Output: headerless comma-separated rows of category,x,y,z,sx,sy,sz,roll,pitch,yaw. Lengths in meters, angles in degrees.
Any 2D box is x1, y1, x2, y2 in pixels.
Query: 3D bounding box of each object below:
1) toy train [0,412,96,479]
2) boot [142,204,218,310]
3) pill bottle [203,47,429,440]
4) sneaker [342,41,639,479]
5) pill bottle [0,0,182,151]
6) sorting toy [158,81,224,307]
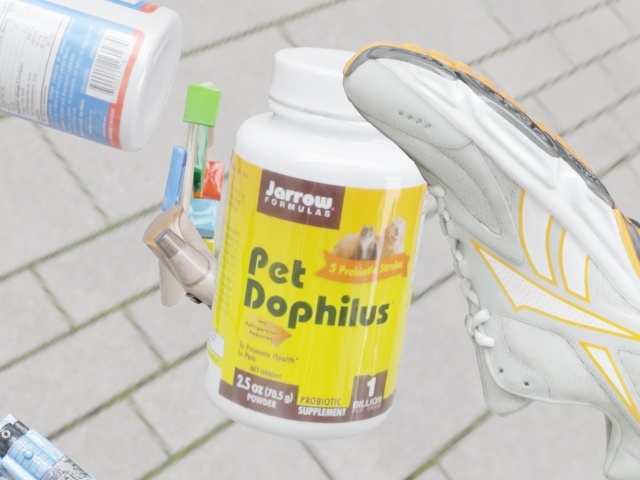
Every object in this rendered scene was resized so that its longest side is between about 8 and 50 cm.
toy train,-0.357,0.295,2.055,0.184,0.105,0.080,38,69,13
boot,-0.099,0.020,1.283,0.087,0.042,0.118,49,7,-14
pill bottle,0.000,0.000,0.941,0.117,0.215,0.117,7,16,-2
sneaker,0.097,0.018,0.766,0.262,0.121,0.099,42,12,-5
pill bottle,-0.235,-0.161,1.314,0.221,0.124,0.124,18,38,6
sorting toy,-0.124,-0.041,1.645,0.047,0.347,0.196,10,72,-1
